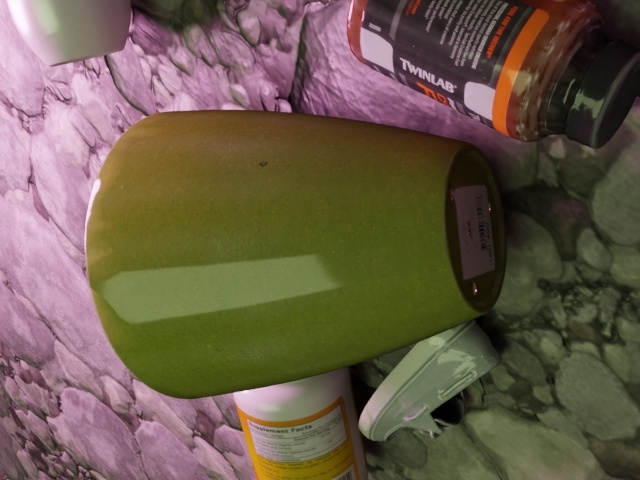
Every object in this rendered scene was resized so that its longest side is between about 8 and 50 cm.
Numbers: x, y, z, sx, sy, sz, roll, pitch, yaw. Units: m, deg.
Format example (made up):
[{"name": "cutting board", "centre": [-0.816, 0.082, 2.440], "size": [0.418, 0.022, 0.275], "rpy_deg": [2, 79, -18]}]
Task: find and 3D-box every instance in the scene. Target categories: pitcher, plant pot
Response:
[{"name": "pitcher", "centre": [-0.284, -0.297, 0.913], "size": [0.177, 0.125, 0.207], "rpy_deg": [16, 121, 66]}, {"name": "plant pot", "centre": [0.000, 0.000, 0.740], "size": [0.293, 0.275, 0.275], "rpy_deg": [-6, 115, 31]}]

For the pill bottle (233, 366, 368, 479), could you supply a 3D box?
[{"name": "pill bottle", "centre": [-0.027, 0.193, 0.989], "size": [0.136, 0.136, 0.246], "rpy_deg": [16, 129, 39]}]

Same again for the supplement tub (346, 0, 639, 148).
[{"name": "supplement tub", "centre": [0.122, -0.137, 0.595], "size": [0.198, 0.106, 0.106], "rpy_deg": [32, 138, 27]}]

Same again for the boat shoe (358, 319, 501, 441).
[{"name": "boat shoe", "centre": [0.109, 0.161, 0.864], "size": [0.081, 0.079, 0.227], "rpy_deg": [46, 140, 17]}]
